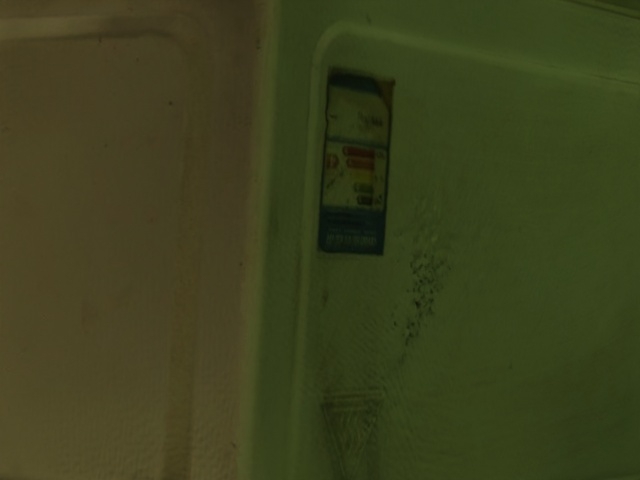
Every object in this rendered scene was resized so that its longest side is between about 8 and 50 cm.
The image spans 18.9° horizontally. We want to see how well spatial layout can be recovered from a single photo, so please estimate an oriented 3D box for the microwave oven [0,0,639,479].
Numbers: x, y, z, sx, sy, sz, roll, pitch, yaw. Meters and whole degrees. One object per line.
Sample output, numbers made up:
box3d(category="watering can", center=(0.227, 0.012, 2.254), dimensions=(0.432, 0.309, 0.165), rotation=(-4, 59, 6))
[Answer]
box3d(category="microwave oven", center=(0.000, 0.000, 0.470), dimensions=(0.129, 0.163, 0.205), rotation=(5, 0, 38))
